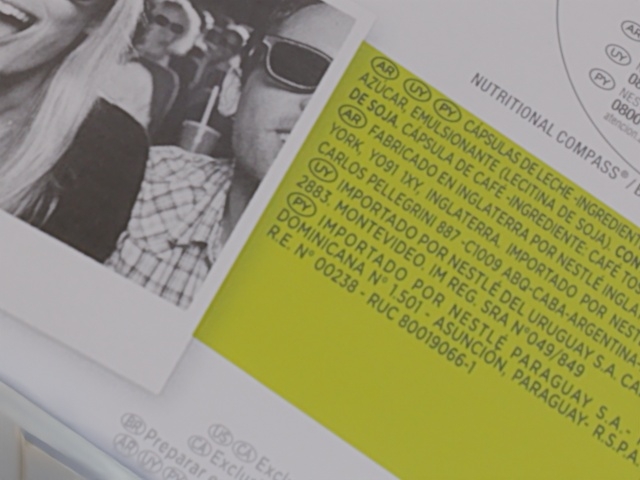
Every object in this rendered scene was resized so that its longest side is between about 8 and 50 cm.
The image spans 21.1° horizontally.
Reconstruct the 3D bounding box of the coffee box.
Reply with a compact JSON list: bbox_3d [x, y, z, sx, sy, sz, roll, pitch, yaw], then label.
[{"bbox_3d":[0.000,0.000,0.701,0.338,0.334,0.337,33,156,4],"label":"coffee box"}]
